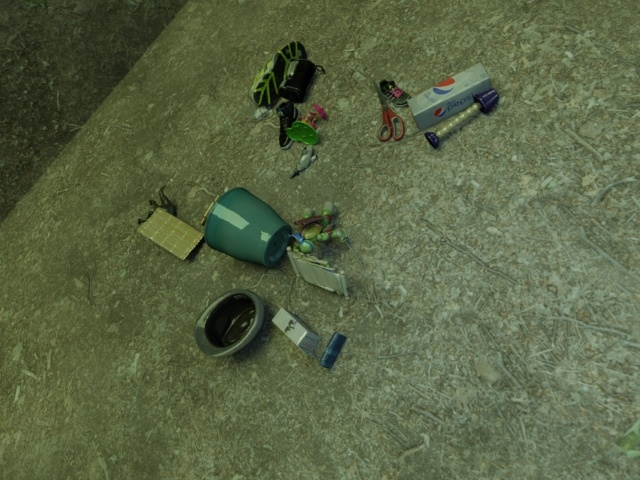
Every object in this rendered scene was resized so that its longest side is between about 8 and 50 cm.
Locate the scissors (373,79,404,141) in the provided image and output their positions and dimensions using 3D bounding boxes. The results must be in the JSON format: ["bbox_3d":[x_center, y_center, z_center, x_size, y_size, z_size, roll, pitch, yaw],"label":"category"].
[{"bbox_3d":[0.270,-0.527,1.706,0.108,0.021,0.298,-13,71,30],"label":"scissors"}]

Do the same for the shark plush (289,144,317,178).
[{"bbox_3d":[-0.075,-0.332,1.837,0.161,0.073,0.067,-65,31,13],"label":"shark plush"}]

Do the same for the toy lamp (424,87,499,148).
[{"bbox_3d":[0.505,-0.435,1.522,0.274,0.080,0.080,-37,53,12],"label":"toy lamp"}]

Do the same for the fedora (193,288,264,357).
[{"bbox_3d":[-0.313,0.313,1.578,0.275,0.124,0.243,-45,54,-8],"label":"fedora"}]

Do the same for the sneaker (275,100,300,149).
[{"bbox_3d":[-0.167,-0.530,1.928,0.079,0.121,0.217,0,66,31],"label":"sneaker"}]

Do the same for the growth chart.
[{"bbox_3d":[-0.009,0.109,1.458,0.237,0.172,0.021,22,53,24],"label":"growth chart"}]

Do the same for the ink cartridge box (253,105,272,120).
[{"bbox_3d":[-0.283,-0.633,2.106,0.083,0.028,0.048,-33,54,11],"label":"ink cartridge box"}]

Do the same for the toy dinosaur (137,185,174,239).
[{"bbox_3d":[-0.782,-0.114,2.093,0.160,0.121,0.314,12,62,9],"label":"toy dinosaur"}]

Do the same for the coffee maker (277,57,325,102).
[{"bbox_3d":[-0.094,-0.748,1.999,0.171,0.120,0.178,6,70,31],"label":"coffee maker"}]

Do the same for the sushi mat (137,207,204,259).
[{"bbox_3d":[-0.683,-0.036,1.954,0.316,0.019,0.151,27,71,22],"label":"sushi mat"}]

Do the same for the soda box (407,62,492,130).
[{"bbox_3d":[0.473,-0.524,1.571,0.286,0.098,0.091,-24,56,18],"label":"soda box"}]

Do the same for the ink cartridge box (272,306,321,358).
[{"bbox_3d":[-0.069,0.313,1.451,0.181,0.104,0.062,36,87,37],"label":"ink cartridge box"}]

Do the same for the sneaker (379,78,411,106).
[{"bbox_3d":[0.295,-0.599,1.726,0.063,0.075,0.170,-45,53,2],"label":"sneaker"}]

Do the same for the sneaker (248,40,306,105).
[{"bbox_3d":[-0.226,-0.835,2.110,0.385,0.145,0.147,-50,39,-10],"label":"sneaker"}]

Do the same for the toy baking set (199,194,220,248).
[{"bbox_3d":[-0.464,-0.098,1.936,0.196,0.030,0.256,30,83,37],"label":"toy baking set"}]

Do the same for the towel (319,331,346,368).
[{"bbox_3d":[0.036,0.355,1.392,0.029,0.067,0.120,22,79,34],"label":"towel"}]

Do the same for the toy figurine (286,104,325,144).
[{"bbox_3d":[-0.048,-0.520,1.875,0.173,0.130,0.159,5,56,43],"label":"toy figurine"}]

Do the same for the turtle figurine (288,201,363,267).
[{"bbox_3d":[0.000,0.000,1.574,0.198,0.274,0.266,-48,20,37],"label":"turtle figurine"}]

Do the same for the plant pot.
[{"bbox_3d":[-0.259,-0.030,1.655,0.255,0.272,0.272,28,81,21],"label":"plant pot"}]
